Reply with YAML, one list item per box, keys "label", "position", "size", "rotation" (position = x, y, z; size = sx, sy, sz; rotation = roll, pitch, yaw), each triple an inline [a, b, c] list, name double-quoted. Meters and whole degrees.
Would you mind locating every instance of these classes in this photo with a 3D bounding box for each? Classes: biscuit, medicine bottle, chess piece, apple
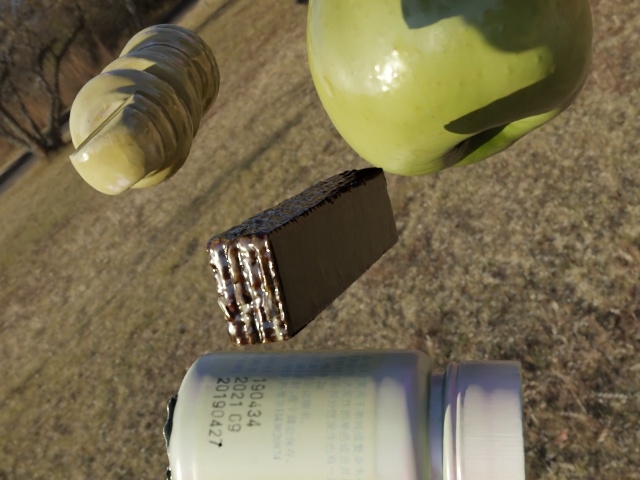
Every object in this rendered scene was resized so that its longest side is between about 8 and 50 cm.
- label: "biscuit"
  position: [0.000, 0.000, 0.903]
  size: [0.073, 0.107, 0.388]
  rotation: [-8, 11, 22]
- label: "medicine bottle"
  position: [0.035, 0.229, 0.908]
  size: [0.379, 0.213, 0.213]
  rotation: [-2, 29, 13]
- label: "chess piece"
  position: [-0.161, -0.127, 0.750]
  size: [0.117, 0.117, 0.397]
  rotation: [-33, 18, 8]
- label: "apple"
  position: [0.191, -0.334, 1.279]
  size: [0.474, 0.473, 0.473]
  rotation: [-32, 19, 12]
